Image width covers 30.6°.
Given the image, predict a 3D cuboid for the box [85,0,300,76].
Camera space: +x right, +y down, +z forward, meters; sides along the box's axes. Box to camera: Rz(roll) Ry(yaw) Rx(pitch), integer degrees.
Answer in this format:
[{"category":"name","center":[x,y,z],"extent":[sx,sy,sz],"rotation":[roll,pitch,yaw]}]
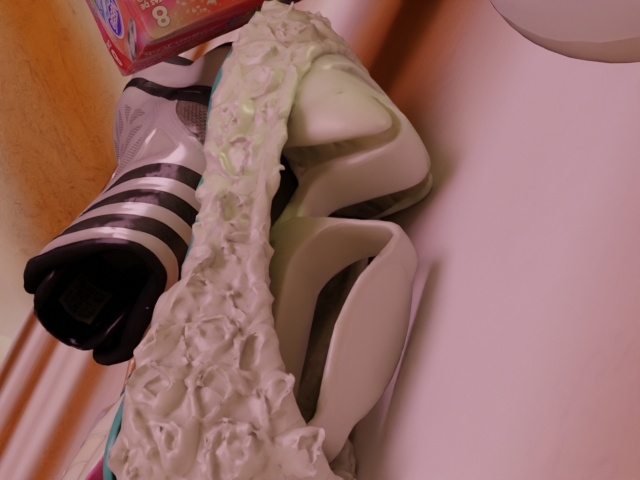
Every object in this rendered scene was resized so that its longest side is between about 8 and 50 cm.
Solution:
[{"category":"box","center":[-0.040,-0.256,0.896],"extent":[0.300,0.142,0.154],"rotation":[-27,6,-17]}]

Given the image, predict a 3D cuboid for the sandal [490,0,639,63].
[{"category":"sandal","center":[0.216,-0.171,0.267],"extent":[0.416,0.102,0.169],"rotation":[-40,38,25]}]

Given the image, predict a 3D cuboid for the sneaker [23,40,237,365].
[{"category":"sneaker","center":[-0.174,-0.032,1.044],"extent":[0.257,0.169,0.447],"rotation":[-45,13,-14]}]

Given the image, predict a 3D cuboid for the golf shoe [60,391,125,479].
[{"category":"golf shoe","center":[-0.145,0.180,0.716],"extent":[0.140,0.115,0.306],"rotation":[27,87,49]}]

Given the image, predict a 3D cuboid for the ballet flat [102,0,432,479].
[{"category":"ballet flat","center":[0.000,0.000,0.664],"extent":[0.147,0.147,0.409],"rotation":[-47,24,45]}]

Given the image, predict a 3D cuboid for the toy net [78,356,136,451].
[{"category":"toy net","center":[-0.159,0.148,1.036],"extent":[0.232,0.045,0.122],"rotation":[-55,18,29]}]
